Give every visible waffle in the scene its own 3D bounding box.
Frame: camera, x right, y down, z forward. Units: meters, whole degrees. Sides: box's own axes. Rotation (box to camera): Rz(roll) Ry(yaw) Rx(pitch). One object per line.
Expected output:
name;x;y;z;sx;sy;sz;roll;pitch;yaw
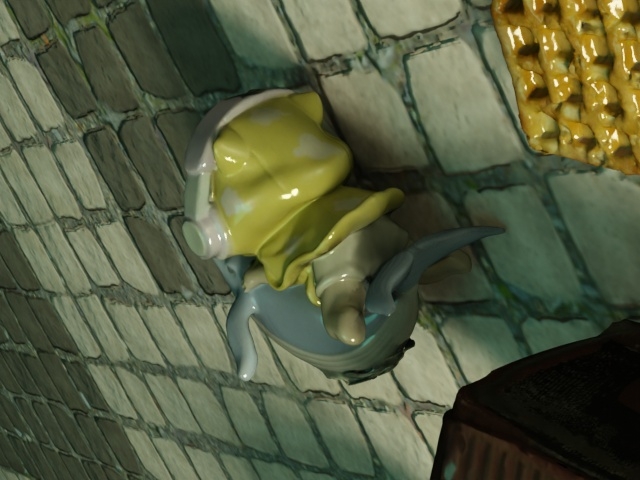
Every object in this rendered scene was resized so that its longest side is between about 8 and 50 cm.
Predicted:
waffle;0.137;-0.074;0.557;0.148;0.042;0.102;19;137;52

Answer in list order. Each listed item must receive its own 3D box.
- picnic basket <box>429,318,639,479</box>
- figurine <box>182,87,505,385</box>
picnic basket;0.168;0.136;0.579;0.297;0.222;0.129;21;120;50
figurine;0.000;0.000;0.793;0.208;0.128;0.184;3;120;49
